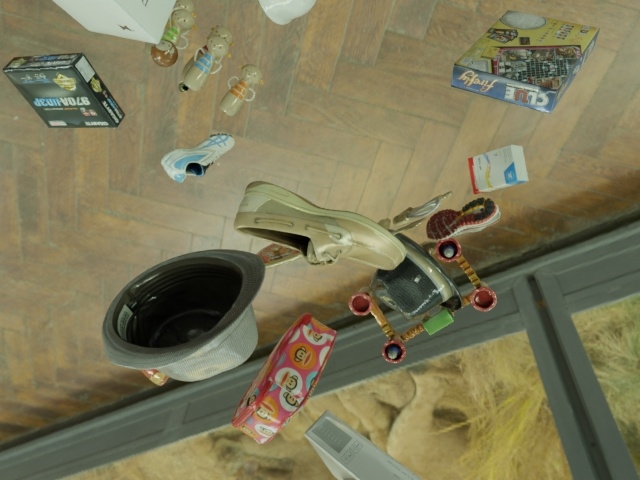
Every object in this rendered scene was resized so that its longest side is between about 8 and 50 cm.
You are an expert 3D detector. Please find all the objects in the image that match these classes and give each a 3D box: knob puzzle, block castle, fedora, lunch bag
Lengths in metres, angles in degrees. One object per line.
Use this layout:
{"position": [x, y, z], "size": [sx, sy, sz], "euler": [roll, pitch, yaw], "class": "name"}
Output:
{"position": [-0.064, 0.007, 1.236], "size": [0.213, 0.213, 0.029], "euler": [-12, 105, 14], "class": "knob puzzle"}
{"position": [0.356, 0.202, 1.957], "size": [0.453, 0.213, 0.303], "euler": [-34, 92, 17], "class": "block castle"}
{"position": [-0.190, 0.128, 0.834], "size": [0.276, 0.243, 0.124], "euler": [-4, 128, 25], "class": "fedora"}
{"position": [0.242, 0.124, 1.550], "size": [0.152, 0.334, 0.334], "euler": [-46, 117, -8], "class": "fedora"}
{"position": [-0.090, 0.338, 1.331], "size": [0.120, 0.293, 0.258], "euler": [34, 140, -1], "class": "lunch bag"}

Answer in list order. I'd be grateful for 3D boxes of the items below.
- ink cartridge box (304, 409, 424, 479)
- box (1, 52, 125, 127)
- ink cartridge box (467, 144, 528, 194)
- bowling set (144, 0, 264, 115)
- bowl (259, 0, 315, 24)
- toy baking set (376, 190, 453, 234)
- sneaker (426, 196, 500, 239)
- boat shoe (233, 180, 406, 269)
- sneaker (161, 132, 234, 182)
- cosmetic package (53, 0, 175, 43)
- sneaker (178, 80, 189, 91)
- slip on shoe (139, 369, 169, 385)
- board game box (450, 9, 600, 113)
{"position": [0.132, 0.432, 0.890], "size": [0.296, 0.066, 0.261], "euler": [19, 146, 51], "class": "ink cartridge box"}
{"position": [-0.588, -0.340, 1.263], "size": [0.220, 0.051, 0.175], "euler": [5, 144, 23], "class": "box"}
{"position": [0.627, -0.253, 2.009], "size": [0.078, 0.134, 0.231], "euler": [-5, 173, -40], "class": "ink cartridge box"}
{"position": [-0.261, -0.410, 1.173], "size": [0.287, 0.200, 0.154], "euler": [37, 97, -2], "class": "bowling set"}
{"position": [-0.071, -0.798, 1.618], "size": [0.134, 0.298, 0.297], "euler": [6, 129, 24], "class": "bowl"}
{"position": [0.193, -0.056, 1.221], "size": [0.197, 0.256, 0.030], "euler": [-30, 94, 30], "class": "toy baking set"}
{"position": [0.405, -0.046, 1.564], "size": [0.225, 0.088, 0.093], "euler": [-18, 152, 35], "class": "sneaker"}
{"position": [0.000, 0.000, 1.072], "size": [0.341, 0.110, 0.121], "euler": [20, 154, -6], "class": "boat shoe"}
{"position": [-0.301, -0.210, 1.402], "size": [0.085, 0.237, 0.086], "euler": [-33, 93, 42], "class": "sneaker"}
{"position": [-0.191, -0.359, 0.352], "size": [0.098, 0.284, 0.377], "euler": [15, 171, 21], "class": "cosmetic package"}
{"position": [-0.413, -0.466, 1.663], "size": [0.031, 0.035, 0.083], "euler": [34, 153, -26], "class": "sneaker"}
{"position": [-0.277, 0.229, 1.273], "size": [0.101, 0.331, 0.123], "euler": [54, 130, 7], "class": "slip on shoe"}
{"position": [0.344, -0.306, 0.915], "size": [0.165, 0.243, 0.042], "euler": [24, 141, 25], "class": "board game box"}
